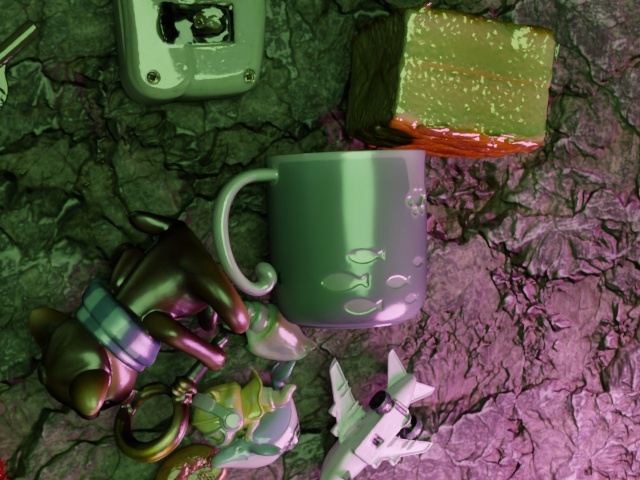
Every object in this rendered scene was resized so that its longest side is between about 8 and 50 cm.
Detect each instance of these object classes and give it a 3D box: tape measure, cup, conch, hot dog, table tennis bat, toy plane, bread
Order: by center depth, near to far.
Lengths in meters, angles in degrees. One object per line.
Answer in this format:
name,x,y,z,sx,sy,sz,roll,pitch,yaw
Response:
table tennis bat,-0.529,-0.256,1.886,0.234,0.022,0.131,-43,100,-11
cup,0.000,0.000,1.914,0.357,0.259,0.274,-5,93,-27
tape measure,-0.217,-0.350,1.928,0.265,0.130,0.258,-7,89,-18
hot dog,-0.219,0.384,1.956,0.140,0.060,0.090,-40,99,-23
bread,0.201,-0.248,1.981,0.279,0.279,0.207,5,89,-20
conch,-0.084,0.149,1.994,0.180,0.065,0.088,36,77,-24
toy plane,0.084,0.315,2.027,0.251,0.101,0.255,43,77,-24

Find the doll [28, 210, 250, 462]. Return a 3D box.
doll,-0.273,0.139,1.885,0.340,0.209,0.318,-42,69,-15

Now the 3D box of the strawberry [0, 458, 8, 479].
strawberry,-0.547,0.368,1.848,0.167,0.087,0.208,-3,117,2

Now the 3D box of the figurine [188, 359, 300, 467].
figurine,-0.114,0.276,1.958,0.184,0.128,0.208,34,72,-12
